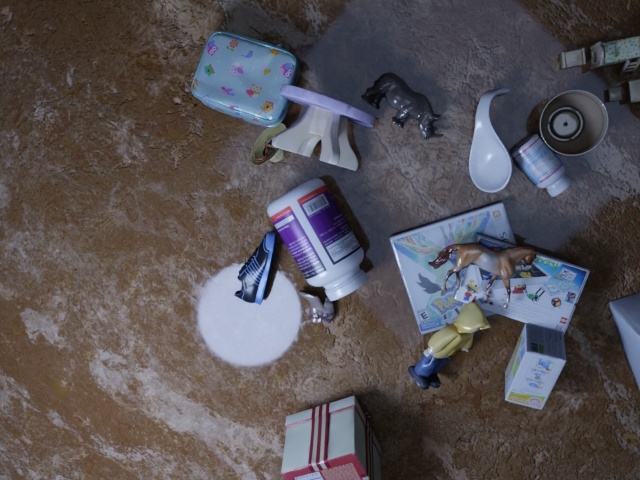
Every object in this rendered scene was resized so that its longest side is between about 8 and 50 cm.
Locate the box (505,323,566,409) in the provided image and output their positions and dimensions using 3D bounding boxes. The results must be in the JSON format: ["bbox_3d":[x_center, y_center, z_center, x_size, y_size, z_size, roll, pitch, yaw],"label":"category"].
[{"bbox_3d":[0.578,0.343,1.623,0.103,0.114,0.203,13,127,8],"label":"box"}]

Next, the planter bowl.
[{"bbox_3d":[0.643,-0.301,1.546,0.162,0.109,0.161,2,99,11],"label":"planter bowl"}]

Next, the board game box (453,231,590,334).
[{"bbox_3d":[0.540,0.116,1.625,0.306,0.053,0.192,19,102,6],"label":"board game box"}]

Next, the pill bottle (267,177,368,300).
[{"bbox_3d":[0.000,0.000,1.674,0.182,0.181,0.322,-29,93,13],"label":"pill bottle"}]

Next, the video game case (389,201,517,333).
[{"bbox_3d":[0.396,0.081,1.689,0.329,0.036,0.299,-18,95,13],"label":"video game case"}]

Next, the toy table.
[{"bbox_3d":[0.003,-0.296,1.607,0.275,0.252,0.160,15,97,-15],"label":"toy table"}]

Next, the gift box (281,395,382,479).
[{"bbox_3d":[0.036,0.637,1.738,0.255,0.258,0.276,-16,116,10],"label":"gift box"}]

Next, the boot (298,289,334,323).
[{"bbox_3d":[-0.015,0.201,1.781,0.119,0.042,0.086,14,103,8],"label":"boot"}]

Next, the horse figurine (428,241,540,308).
[{"bbox_3d":[0.423,0.070,1.577,0.264,0.066,0.174,17,108,5],"label":"horse figurine"}]

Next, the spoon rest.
[{"bbox_3d":[0.451,-0.265,1.590,0.137,0.084,0.276,7,99,53],"label":"spoon rest"}]

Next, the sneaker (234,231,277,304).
[{"bbox_3d":[-0.192,0.077,1.771,0.091,0.081,0.232,15,103,0],"label":"sneaker"}]

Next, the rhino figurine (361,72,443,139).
[{"bbox_3d":[0.238,-0.359,1.629,0.243,0.073,0.106,38,106,1],"label":"rhino figurine"}]

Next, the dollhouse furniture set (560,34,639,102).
[{"bbox_3d":[0.722,-0.419,1.517,0.182,0.101,0.160,-8,97,11],"label":"dollhouse furniture set"}]

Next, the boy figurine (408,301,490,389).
[{"bbox_3d":[0.370,0.290,1.667,0.285,0.177,0.092,-55,48,26],"label":"boy figurine"}]

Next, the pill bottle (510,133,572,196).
[{"bbox_3d":[0.587,-0.197,1.585,0.087,0.087,0.160,-41,91,14],"label":"pill bottle"}]

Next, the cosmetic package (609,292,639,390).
[{"bbox_3d":[0.994,0.277,1.465,0.394,0.327,0.329,-21,95,14],"label":"cosmetic package"}]

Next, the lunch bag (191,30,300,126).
[{"bbox_3d":[-0.198,-0.452,1.668,0.279,0.108,0.223,19,89,5],"label":"lunch bag"}]

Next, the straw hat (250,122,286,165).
[{"bbox_3d":[-0.131,-0.260,1.714,0.144,0.144,0.061,-43,130,14],"label":"straw hat"}]
